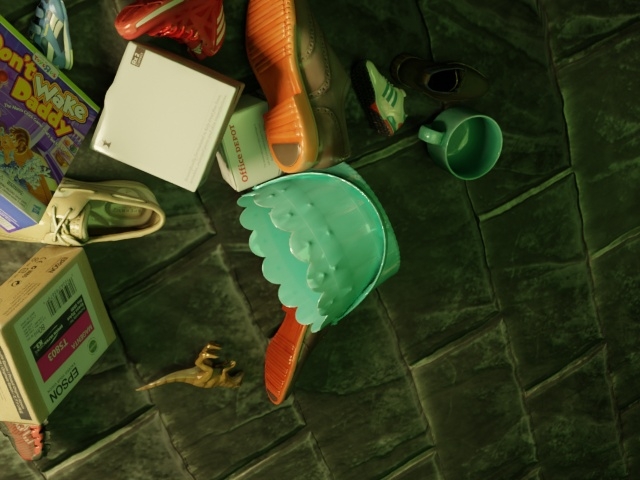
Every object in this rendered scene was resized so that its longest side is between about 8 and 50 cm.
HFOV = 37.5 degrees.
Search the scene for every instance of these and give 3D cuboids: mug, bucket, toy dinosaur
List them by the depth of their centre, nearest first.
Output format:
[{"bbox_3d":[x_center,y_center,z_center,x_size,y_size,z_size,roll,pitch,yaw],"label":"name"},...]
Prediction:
[{"bbox_3d":[0.000,0.000,1.663,0.183,0.281,0.281,-30,123,-17],"label":"bucket"},{"bbox_3d":[-0.227,0.251,1.776,0.211,0.064,0.112,7,110,-30],"label":"toy dinosaur"},{"bbox_3d":[0.261,-0.200,1.801,0.129,0.097,0.158,-44,124,-2],"label":"mug"}]

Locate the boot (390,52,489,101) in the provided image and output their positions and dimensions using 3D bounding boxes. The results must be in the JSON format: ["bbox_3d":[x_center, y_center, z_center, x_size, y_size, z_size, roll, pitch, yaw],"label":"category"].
[{"bbox_3d":[0.244,-0.288,1.745,0.219,0.106,0.082,5,110,-29],"label":"boot"}]

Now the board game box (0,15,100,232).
[{"bbox_3d":[-0.500,-0.208,1.330,0.347,0.078,0.233,45,48,-35],"label":"board game box"}]

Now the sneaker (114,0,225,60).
[{"bbox_3d":[-0.213,-0.325,1.453,0.221,0.087,0.128,-42,126,-39],"label":"sneaker"}]

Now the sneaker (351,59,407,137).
[{"bbox_3d":[0.114,-0.271,1.725,0.075,0.057,0.161,-42,125,-25],"label":"sneaker"}]

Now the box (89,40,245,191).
[{"bbox_3d":[-0.239,-0.197,1.485,0.182,0.119,0.181,23,103,-2],"label":"box"}]

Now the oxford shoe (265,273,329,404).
[{"bbox_3d":[-0.033,0.197,1.837,0.098,0.097,0.271,7,109,-36],"label":"oxford shoe"}]

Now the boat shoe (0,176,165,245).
[{"bbox_3d":[-0.403,-0.042,1.525,0.302,0.098,0.109,-3,114,-27],"label":"boat shoe"}]

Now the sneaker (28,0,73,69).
[{"bbox_3d":[-0.411,-0.324,1.418,0.059,0.053,0.144,-12,116,-20],"label":"sneaker"}]

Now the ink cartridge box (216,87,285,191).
[{"bbox_3d":[-0.089,-0.188,1.632,0.190,0.082,0.140,-22,121,-16],"label":"ink cartridge box"}]

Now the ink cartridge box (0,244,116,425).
[{"bbox_3d":[-0.447,0.148,1.519,0.235,0.088,0.193,-57,141,-50],"label":"ink cartridge box"}]

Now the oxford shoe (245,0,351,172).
[{"bbox_3d":[-0.031,-0.293,1.545,0.132,0.130,0.364,-7,89,-36],"label":"oxford shoe"}]

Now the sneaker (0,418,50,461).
[{"bbox_3d":[-0.544,0.268,1.597,0.135,0.097,0.276,-20,118,-19],"label":"sneaker"}]
